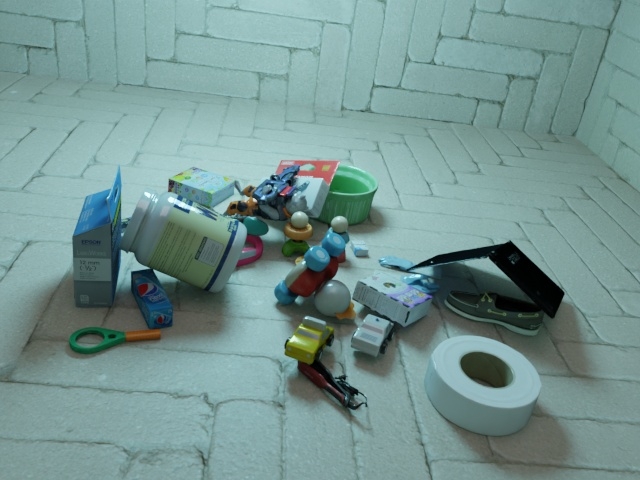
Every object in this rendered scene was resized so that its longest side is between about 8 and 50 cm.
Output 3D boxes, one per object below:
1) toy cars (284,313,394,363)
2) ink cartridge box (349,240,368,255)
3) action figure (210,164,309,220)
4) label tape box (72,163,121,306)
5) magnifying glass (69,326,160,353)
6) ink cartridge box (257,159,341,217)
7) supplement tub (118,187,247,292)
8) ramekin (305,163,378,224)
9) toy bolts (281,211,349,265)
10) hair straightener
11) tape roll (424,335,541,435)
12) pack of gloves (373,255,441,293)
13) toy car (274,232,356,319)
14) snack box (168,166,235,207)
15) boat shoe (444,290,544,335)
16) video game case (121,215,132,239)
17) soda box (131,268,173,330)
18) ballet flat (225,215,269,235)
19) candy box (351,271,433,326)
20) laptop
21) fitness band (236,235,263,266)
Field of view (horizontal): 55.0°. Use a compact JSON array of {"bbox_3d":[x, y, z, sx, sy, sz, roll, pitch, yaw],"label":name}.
[{"bbox_3d":[0.067,0.251,1.708,0.394,0.087,0.176,0,23,-31],"label":"toy cars"},{"bbox_3d":[0.140,0.024,2.244,0.048,0.028,0.083,0,30,-16],"label":"ink cartridge box"},{"bbox_3d":[-0.185,-0.150,2.231,0.330,0.178,0.341,5,28,27],"label":"action figure"},{"bbox_3d":[-0.643,-0.019,1.780,0.115,0.347,0.249,1,29,-12],"label":"label tape box"},{"bbox_3d":[-0.547,0.260,1.644,0.231,0.026,0.092,-4,31,-18],"label":"magnifying glass"},{"bbox_3d":[-0.098,-0.218,2.349,0.296,0.066,0.261,5,63,34],"label":"ink cartridge box"},{"bbox_3d":[-0.410,-0.002,1.844,0.325,0.235,0.235,24,26,-15],"label":"supplement tub"},{"bbox_3d":[0.072,-0.184,2.477,0.304,0.148,0.303,6,29,-3],"label":"ramekin"},{"bbox_3d":[0.000,0.000,2.115,0.229,0.158,0.218,-2,31,-19],"label":"toy bolts"},{"bbox_3d":[0.045,0.361,1.587,0.089,0.047,0.230,-18,33,-40],"label":"hair straightener"},{"bbox_3d":[0.424,0.374,1.619,0.286,0.100,0.286,6,30,-4],"label":"tape roll"},{"bbox_3d":[0.307,0.103,2.131,0.232,0.046,0.195,13,30,7],"label":"pack of gloves"},{"bbox_3d":[0.025,0.145,1.880,0.238,0.219,0.210,45,36,4],"label":"toy car"},{"bbox_3d":[-0.476,-0.218,2.472,0.207,0.070,0.174,20,30,17],"label":"snack box"},{"bbox_3d":[0.552,0.209,1.957,0.305,0.091,0.109,16,29,14],"label":"boat shoe"},{"bbox_3d":[-0.624,-0.043,2.168,0.190,0.022,0.173,-21,40,-40],"label":"video game case"},{"bbox_3d":[-0.489,0.166,1.775,0.067,0.071,0.210,-9,33,-29],"label":"soda box"},{"bbox_3d":[-0.272,-0.054,2.148,0.189,0.070,0.070,11,29,-2],"label":"ballet flat"},{"bbox_3d":[0.224,0.179,1.914,0.196,0.070,0.165,26,21,28],"label":"candy box"},{"bbox_3d":[0.557,0.136,2.036,0.408,0.236,0.382,46,23,14],"label":"laptop"},{"bbox_3d":[-0.335,0.022,2.104,0.291,0.054,0.209,-10,31,-32],"label":"fitness band"}]
